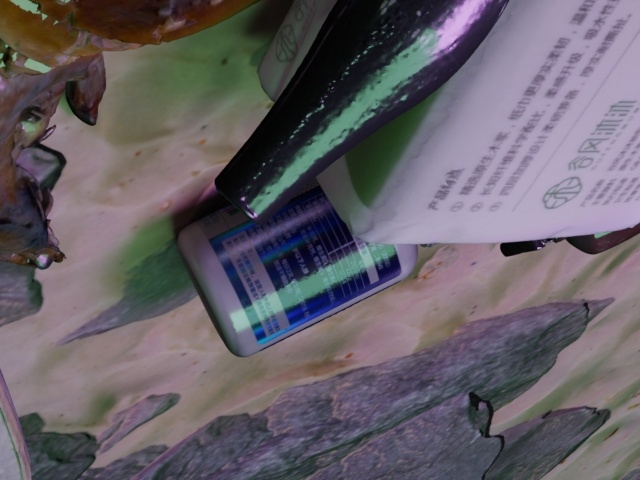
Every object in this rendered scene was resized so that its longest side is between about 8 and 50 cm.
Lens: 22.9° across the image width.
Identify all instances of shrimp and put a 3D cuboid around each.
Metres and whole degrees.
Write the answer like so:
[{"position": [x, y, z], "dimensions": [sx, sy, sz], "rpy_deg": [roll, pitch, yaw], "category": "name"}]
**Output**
[{"position": [-0.173, -0.050, 0.965], "dimensions": [0.143, 0.052, 0.251], "rpy_deg": [-49, 170, -15], "category": "shrimp"}]

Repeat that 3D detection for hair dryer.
[{"position": [-0.011, -0.128, 0.841], "dimensions": [0.195, 0.219, 0.075], "rpy_deg": [-46, 134, 4], "category": "hair dryer"}]

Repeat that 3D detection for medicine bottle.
[{"position": [0.000, 0.000, 1.153], "dimensions": [0.191, 0.107, 0.107], "rpy_deg": [-26, 150, -8], "category": "medicine bottle"}]

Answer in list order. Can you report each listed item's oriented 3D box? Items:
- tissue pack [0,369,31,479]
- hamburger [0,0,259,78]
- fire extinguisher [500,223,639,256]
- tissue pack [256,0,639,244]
[{"position": [-0.247, 0.060, 0.935], "dimensions": [0.092, 0.196, 0.148], "rpy_deg": [-23, 149, -15], "category": "tissue pack"}, {"position": [-0.088, -0.208, 0.739], "dimensions": [0.286, 0.146, 0.243], "rpy_deg": [-44, 141, 23], "category": "hamburger"}, {"position": [0.282, -0.051, 1.371], "dimensions": [0.267, 0.072, 0.089], "rpy_deg": [-28, -174, -5], "category": "fire extinguisher"}, {"position": [0.157, -0.178, 0.937], "dimensions": [0.266, 0.194, 0.356], "rpy_deg": [-3, 139, -37], "category": "tissue pack"}]
